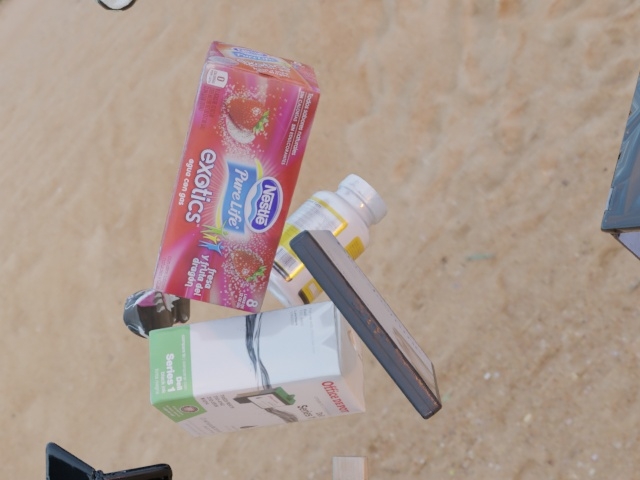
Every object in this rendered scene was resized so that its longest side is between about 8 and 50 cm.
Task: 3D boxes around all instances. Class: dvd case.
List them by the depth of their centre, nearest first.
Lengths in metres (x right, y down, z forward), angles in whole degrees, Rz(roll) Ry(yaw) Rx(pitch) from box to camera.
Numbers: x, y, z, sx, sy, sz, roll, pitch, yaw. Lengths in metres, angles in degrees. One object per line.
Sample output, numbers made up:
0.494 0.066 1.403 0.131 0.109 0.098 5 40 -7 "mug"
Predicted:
0.046 0.065 0.952 0.022 0.180 0.253 -38 -2 4 "dvd case"

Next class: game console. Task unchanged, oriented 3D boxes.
-0.205 0.251 1.010 0.071 0.107 0.122 -127 37 -51 "game console"

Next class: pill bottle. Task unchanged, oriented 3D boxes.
0.000 0.000 1.392 0.184 0.103 0.103 -44 19 -12 "pill bottle"

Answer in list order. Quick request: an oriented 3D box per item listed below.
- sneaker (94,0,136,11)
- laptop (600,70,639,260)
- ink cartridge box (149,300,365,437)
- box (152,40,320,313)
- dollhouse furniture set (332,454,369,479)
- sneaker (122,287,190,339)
-0.223 -0.467 1.314 0.147 0.145 0.385 -112 29 -50 "sneaker"
0.524 -0.160 1.328 0.408 0.236 0.382 172 116 -70 "laptop"
-0.067 0.152 1.209 0.219 0.160 0.093 -10 64 10 "ink cartridge box"
-0.091 -0.069 1.122 0.128 0.122 0.257 -99 24 -69 "box"
0.149 0.437 1.217 0.303 0.356 0.174 -5 -3 18 "dollhouse furniture set"
-0.240 0.100 1.444 0.077 0.072 0.178 -3 -1 12 "sneaker"
